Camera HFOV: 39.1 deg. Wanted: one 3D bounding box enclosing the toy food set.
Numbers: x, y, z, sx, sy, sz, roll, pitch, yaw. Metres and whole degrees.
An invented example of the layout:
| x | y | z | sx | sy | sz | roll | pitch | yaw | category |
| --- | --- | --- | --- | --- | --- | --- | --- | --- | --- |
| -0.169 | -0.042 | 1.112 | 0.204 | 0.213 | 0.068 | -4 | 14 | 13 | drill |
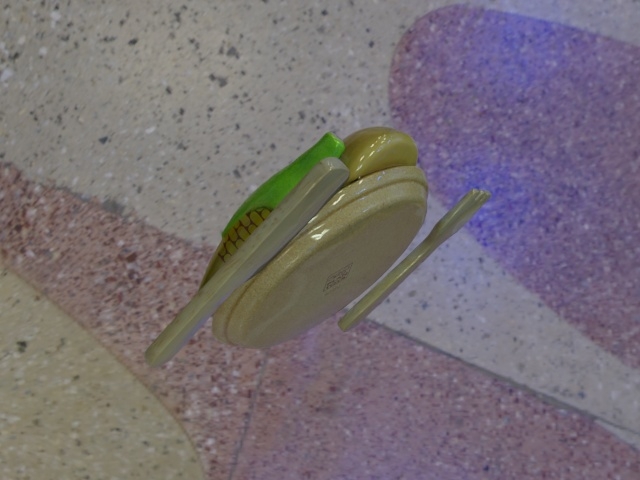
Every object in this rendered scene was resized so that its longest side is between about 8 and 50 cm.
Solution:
| x | y | z | sx | sy | sz | roll | pitch | yaw | category |
| --- | --- | --- | --- | --- | --- | --- | --- | --- | --- |
| 0.000 | 0.000 | 0.421 | 0.038 | 0.132 | 0.192 | 51 | 20 | 19 | toy food set |
